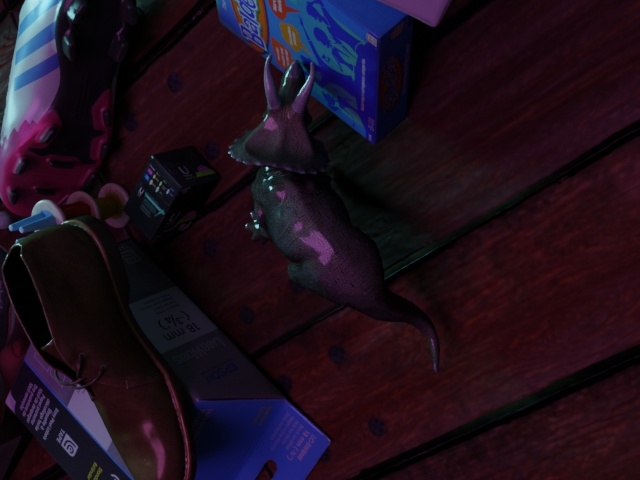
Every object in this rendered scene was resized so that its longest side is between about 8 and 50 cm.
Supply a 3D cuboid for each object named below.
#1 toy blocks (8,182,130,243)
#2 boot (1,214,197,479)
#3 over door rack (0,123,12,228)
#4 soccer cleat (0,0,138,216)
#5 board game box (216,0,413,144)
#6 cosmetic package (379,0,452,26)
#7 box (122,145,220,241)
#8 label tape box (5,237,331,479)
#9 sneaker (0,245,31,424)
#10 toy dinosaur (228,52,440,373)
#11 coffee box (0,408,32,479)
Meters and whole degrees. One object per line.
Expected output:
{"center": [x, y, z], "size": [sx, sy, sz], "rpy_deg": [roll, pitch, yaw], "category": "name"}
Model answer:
{"center": [-0.292, -0.001, 1.248], "size": [0.054, 0.148, 0.123], "rpy_deg": [48, 125, 15], "category": "toy blocks"}
{"center": [-0.227, 0.130, 1.131], "size": [0.112, 0.115, 0.305], "rpy_deg": [-26, 87, 34], "category": "boot"}
{"center": [-0.411, -0.121, 1.247], "size": [0.324, 0.108, 0.240], "rpy_deg": [-155, 58, -75], "category": "over door rack"}
{"center": [-0.283, -0.178, 1.230], "size": [0.143, 0.116, 0.331], "rpy_deg": [58, 134, 36], "category": "soccer cleat"}
{"center": [-0.012, -0.199, 0.996], "size": [0.210, 0.047, 0.160], "rpy_deg": [41, 160, 21], "category": "board game box"}
{"center": [-0.036, -0.346, 0.843], "size": [0.385, 0.156, 0.217], "rpy_deg": [22, 121, -11], "category": "cosmetic package"}
{"center": [-0.158, -0.050, 1.190], "size": [0.052, 0.062, 0.083], "rpy_deg": [46, 125, 17], "category": "box"}
{"center": [-0.182, 0.199, 1.255], "size": [0.333, 0.106, 0.241], "rpy_deg": [43, 124, 19], "category": "label tape box"}
{"center": [-0.394, 0.095, 1.338], "size": [0.116, 0.136, 0.314], "rpy_deg": [25, 133, 5], "category": "sneaker"}
{"center": [0.000, 0.000, 1.021], "size": [0.121, 0.160, 0.314], "rpy_deg": [-26, 86, 0], "category": "toy dinosaur"}
{"center": [-0.523, 0.301, 1.526], "size": [0.168, 0.119, 0.297], "rpy_deg": [47, 126, 16], "category": "coffee box"}
